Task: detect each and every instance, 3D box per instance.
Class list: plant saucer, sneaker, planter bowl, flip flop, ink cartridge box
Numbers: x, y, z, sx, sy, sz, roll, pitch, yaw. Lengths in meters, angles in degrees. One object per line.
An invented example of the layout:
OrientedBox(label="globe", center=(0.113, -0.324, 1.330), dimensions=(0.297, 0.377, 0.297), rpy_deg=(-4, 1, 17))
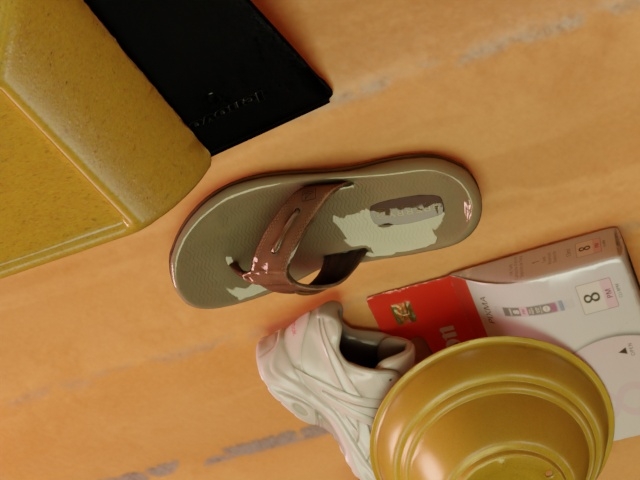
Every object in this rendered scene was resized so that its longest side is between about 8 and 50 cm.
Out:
OrientedBox(label="plant saucer", center=(-0.292, -0.058, 1.231), dimensions=(0.332, 0.081, 0.333), rpy_deg=(-18, 148, 14))
OrientedBox(label="sneaker", center=(0.057, 0.144, 1.418), dimensions=(0.232, 0.090, 0.115), rpy_deg=(41, 117, -19))
OrientedBox(label="planter bowl", center=(0.154, 0.195, 1.356), dimensions=(0.217, 0.090, 0.217), rpy_deg=(-2, 119, -4))
OrientedBox(label="flip flop", center=(0.000, 0.000, 1.337), dimensions=(0.277, 0.080, 0.112), rpy_deg=(-11, 120, 12))
OrientedBox(label="ink cartridge box", center=(0.180, 0.105, 1.402), dimensions=(0.232, 0.066, 0.189), rpy_deg=(-18, 118, 12))

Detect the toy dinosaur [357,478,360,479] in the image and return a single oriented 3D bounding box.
OrientedBox(label="toy dinosaur", center=(0.079, 0.254, 1.512), dimensions=(0.211, 0.064, 0.112), rpy_deg=(-23, 135, 29))

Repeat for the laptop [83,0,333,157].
OrientedBox(label="laptop", center=(-0.263, -0.222, 1.263), dimensions=(0.382, 0.236, 0.408), rpy_deg=(-23, 89, 18))
